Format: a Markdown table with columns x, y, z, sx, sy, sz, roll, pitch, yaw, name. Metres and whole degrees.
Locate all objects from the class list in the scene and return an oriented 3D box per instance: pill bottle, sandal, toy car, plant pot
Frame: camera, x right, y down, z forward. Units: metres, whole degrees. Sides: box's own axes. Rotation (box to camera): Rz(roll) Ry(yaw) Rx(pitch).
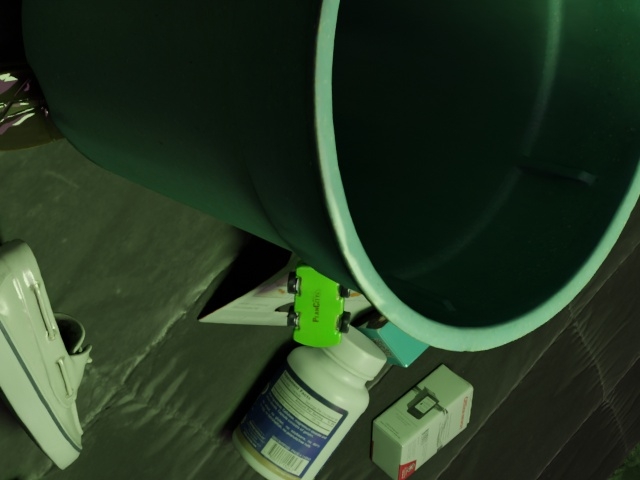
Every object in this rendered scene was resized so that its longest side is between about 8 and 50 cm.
| x | y | z | sx | sy | sz | roll | pitch | yaw | name |
| --- | --- | --- | --- | --- | --- | --- | --- | --- | --- |
| -0.009 | 0.189 | 1.459 | 0.187 | 0.112 | 0.112 | -54 | 151 | 9 | pill bottle |
| -0.180 | -0.110 | 0.946 | 0.219 | 0.060 | 0.090 | -8 | 126 | -32 | sandal |
| 0.000 | 0.000 | 1.177 | 0.053 | 0.239 | 0.225 | -81 | 175 | -56 | toy car |
| 0.001 | -0.137 | 0.812 | 0.341 | 0.334 | 0.341 | -16 | 113 | -42 | plant pot |

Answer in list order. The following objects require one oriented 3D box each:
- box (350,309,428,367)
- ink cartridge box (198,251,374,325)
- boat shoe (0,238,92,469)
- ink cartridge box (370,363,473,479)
| x | y | z | sx | sy | sz | roll | pitch | yaw | name |
| --- | --- | --- | --- | --- | --- | --- | --- | --- | --- |
| 0.152 | 0.052 | 1.539 | 0.244 | 0.060 | 0.100 | -42 | -167 | -17 | box |
| 0.079 | -0.035 | 1.342 | 0.385 | 0.091 | 0.308 | -35 | 159 | 26 | ink cartridge box |
| -0.240 | 0.098 | 1.060 | 0.088 | 0.096 | 0.267 | -35 | 139 | -18 | boat shoe |
| 0.149 | 0.269 | 1.827 | 0.150 | 0.063 | 0.109 | -35 | 147 | -27 | ink cartridge box |
